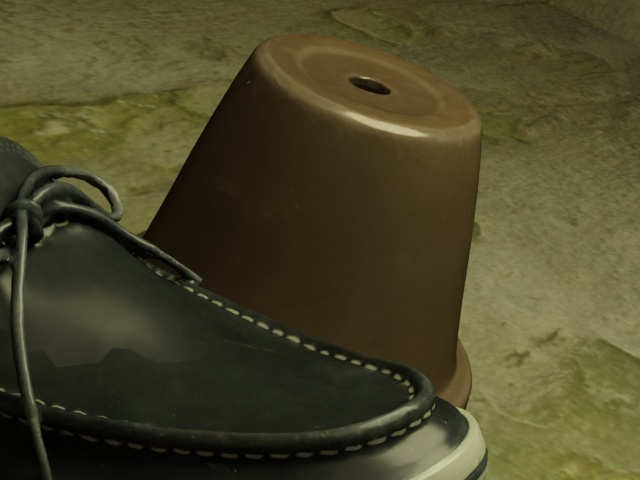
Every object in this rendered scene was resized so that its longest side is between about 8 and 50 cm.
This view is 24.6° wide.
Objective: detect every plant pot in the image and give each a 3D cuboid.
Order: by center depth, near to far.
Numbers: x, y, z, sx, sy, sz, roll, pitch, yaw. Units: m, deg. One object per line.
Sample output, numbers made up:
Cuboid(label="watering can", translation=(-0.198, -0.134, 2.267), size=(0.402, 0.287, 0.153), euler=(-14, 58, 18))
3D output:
Cuboid(label="plant pot", translation=(0.000, 0.000, 0.941), size=(0.263, 0.229, 0.263), euler=(17, 24, -7))

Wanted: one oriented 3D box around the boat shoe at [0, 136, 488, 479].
Cuboid(label="boat shoe", translation=(-0.160, 0.037, 0.706), size=(0.500, 0.156, 0.187), euler=(13, 21, 24))
